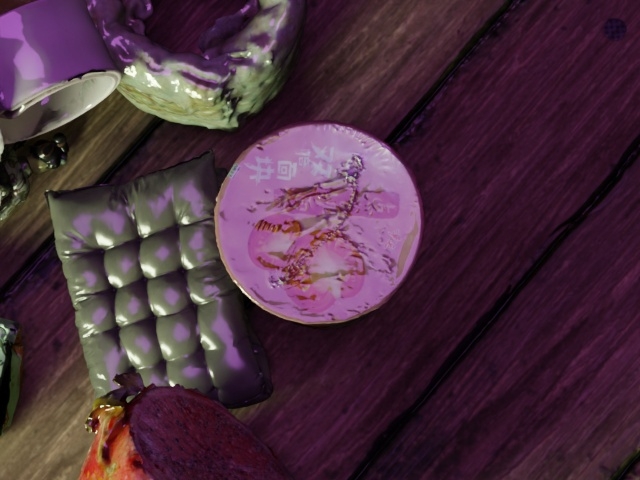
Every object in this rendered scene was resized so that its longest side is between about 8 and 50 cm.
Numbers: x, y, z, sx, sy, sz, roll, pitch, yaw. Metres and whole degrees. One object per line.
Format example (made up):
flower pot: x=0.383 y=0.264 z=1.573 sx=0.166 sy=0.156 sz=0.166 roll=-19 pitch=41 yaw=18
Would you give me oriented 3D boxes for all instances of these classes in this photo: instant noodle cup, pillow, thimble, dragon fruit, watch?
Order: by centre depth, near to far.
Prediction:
dragon fruit: x=-0.181 y=0.358 z=1.661 sx=0.263 sy=0.296 sz=0.314 roll=-48 pitch=52 yaw=17
watch: x=-0.352 y=-0.171 z=1.692 sx=0.218 sy=0.248 sz=0.210 roll=-24 pitch=82 yaw=-27
instant noodle cup: x=0.000 y=0.000 z=1.753 sx=0.243 sy=0.231 sz=0.243 roll=0 pitch=78 yaw=1
pillow: x=-0.199 y=0.067 z=1.813 sx=0.228 sy=0.101 sz=0.326 roll=-15 pitch=77 yaw=1
thimble: x=-0.155 y=-0.281 z=1.832 sx=0.292 sy=0.195 sz=0.291 roll=0 pitch=79 yaw=2

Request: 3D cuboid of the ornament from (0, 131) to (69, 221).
ornament: x=-0.420 y=-0.087 z=1.860 sx=0.196 sy=0.153 sz=0.166 roll=-19 pitch=79 yaw=-27

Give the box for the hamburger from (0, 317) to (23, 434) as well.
hamburger: x=-0.478 y=0.195 z=1.777 sx=0.214 sy=0.125 sz=0.235 roll=2 pitch=75 yaw=7

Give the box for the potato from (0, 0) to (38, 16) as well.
potato: x=-0.397 y=-0.271 z=1.857 sx=0.157 sy=0.157 sz=0.194 roll=23 pitch=78 yaw=5
